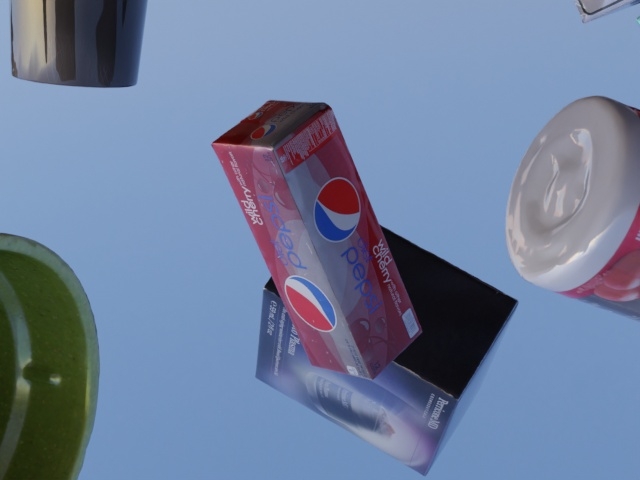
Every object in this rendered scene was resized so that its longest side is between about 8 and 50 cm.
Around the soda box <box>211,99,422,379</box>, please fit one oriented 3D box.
[{"bbox_3d":[0.000,0.000,1.247,0.092,0.263,0.083,9,-140,47],"label":"soda box"}]

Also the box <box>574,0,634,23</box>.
[{"bbox_3d":[0.353,-0.294,1.240,0.169,0.087,0.290,-22,-178,37],"label":"box"}]

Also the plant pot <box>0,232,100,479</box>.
[{"bbox_3d":[-0.332,0.100,0.885,0.254,0.276,0.276,15,-149,26],"label":"plant pot"}]

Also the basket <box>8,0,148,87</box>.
[{"bbox_3d":[-0.238,-0.272,1.319,0.154,0.227,0.204,7,-167,6],"label":"basket"}]

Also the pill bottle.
[{"bbox_3d":[0.342,0.001,1.197,0.318,0.176,0.176,19,-161,-22],"label":"pill bottle"}]

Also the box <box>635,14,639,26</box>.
[{"bbox_3d":[0.463,-0.172,1.490,0.100,0.244,0.060,-21,168,-47],"label":"box"}]

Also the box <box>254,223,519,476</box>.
[{"bbox_3d":[0.080,0.138,1.811,0.294,0.296,0.183,28,-118,11],"label":"box"}]
